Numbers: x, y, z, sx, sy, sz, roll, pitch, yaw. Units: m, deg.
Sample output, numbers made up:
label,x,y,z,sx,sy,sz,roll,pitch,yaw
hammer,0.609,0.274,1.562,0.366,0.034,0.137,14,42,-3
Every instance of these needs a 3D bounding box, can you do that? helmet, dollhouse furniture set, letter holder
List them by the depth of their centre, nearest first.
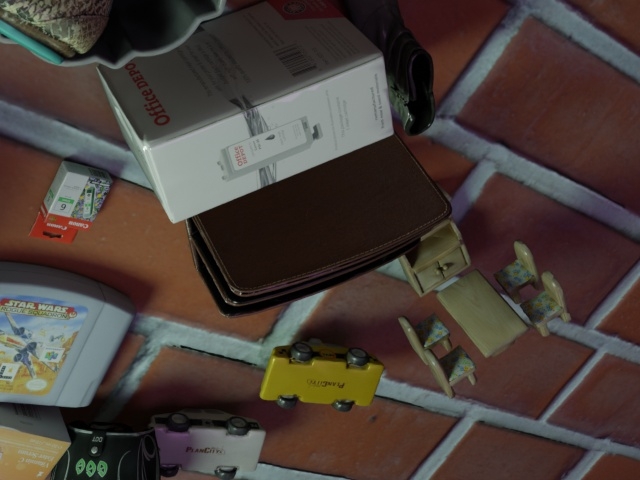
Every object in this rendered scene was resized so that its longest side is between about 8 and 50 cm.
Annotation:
label,x,y,z,sx,sy,sz,roll,pitch,yaw
letter holder,0.000,0.000,1.447,0.301,0.214,0.152,-21,139,-15
helmet,-0.304,0.343,1.569,0.169,0.169,0.162,7,87,-34
dollhouse furniture set,0.202,0.058,1.605,0.212,0.242,0.161,-32,135,-5

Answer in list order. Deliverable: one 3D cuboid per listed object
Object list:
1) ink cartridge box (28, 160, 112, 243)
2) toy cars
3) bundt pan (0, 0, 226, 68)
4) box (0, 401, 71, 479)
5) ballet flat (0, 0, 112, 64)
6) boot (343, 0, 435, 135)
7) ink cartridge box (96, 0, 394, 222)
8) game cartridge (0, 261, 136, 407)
label,x,y,z,sx,sy,sz,roll,pitch,yaw
ink cartridge box,-0.310,-0.039,1.370,0.062,0.029,0.115,13,117,-38
toy cars,-0.096,0.249,1.700,0.393,0.087,0.176,-29,123,-1
bundt pan,-0.226,-0.346,1.102,0.330,0.124,0.331,-17,133,-19
box,-0.449,0.295,1.519,0.130,0.091,0.170,23,112,-41
ballet flat,-0.379,-0.312,0.896,0.482,0.164,0.182,21,96,-30
boot,0.089,-0.258,1.334,0.083,0.161,0.247,-24,134,-12
ink cartridge box,-0.088,-0.165,1.273,0.283,0.207,0.117,-23,132,-12
game cartridge,-0.397,0.122,1.437,0.297,0.062,0.198,11,123,-37
